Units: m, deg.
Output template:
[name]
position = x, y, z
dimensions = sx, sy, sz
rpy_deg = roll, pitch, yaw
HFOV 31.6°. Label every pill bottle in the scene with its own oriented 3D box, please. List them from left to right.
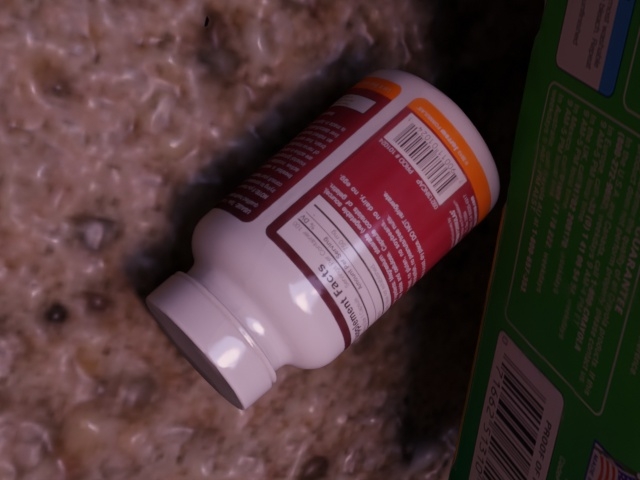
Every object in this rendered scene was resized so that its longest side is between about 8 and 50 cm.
[pill bottle]
position = 0.000, 0.000, 0.500
dimensions = 0.152, 0.086, 0.086
rpy_deg = -41, 124, -16

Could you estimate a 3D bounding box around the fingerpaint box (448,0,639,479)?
[fingerpaint box]
position = 0.281, -0.034, 0.484
dimensions = 0.371, 0.163, 0.444
rpy_deg = -3, 117, -21
